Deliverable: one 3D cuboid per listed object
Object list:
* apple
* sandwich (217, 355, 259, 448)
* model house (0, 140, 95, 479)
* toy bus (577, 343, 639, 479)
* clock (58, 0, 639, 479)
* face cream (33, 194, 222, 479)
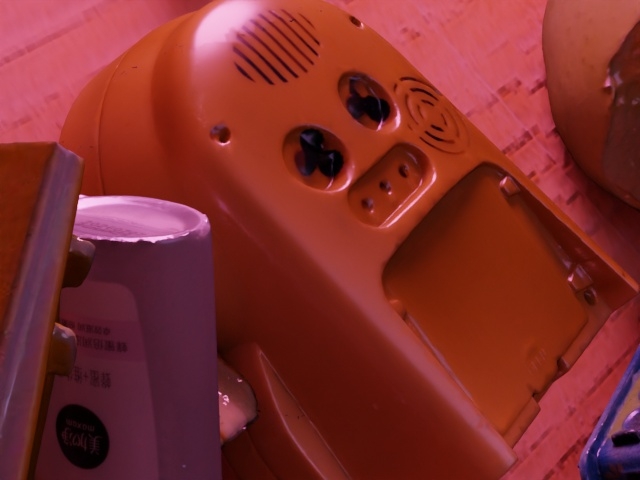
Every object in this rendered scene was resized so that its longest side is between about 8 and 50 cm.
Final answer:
[{"bbox_3d":[0.312,-0.143,1.397,0.279,0.279,0.279,21,59,-39],"label":"apple"},{"bbox_3d":[-0.120,0.049,0.960,0.079,0.113,0.163,-37,99,-47],"label":"sandwich"},{"bbox_3d":[-0.156,0.073,0.755,0.340,0.324,0.300,32,53,-32],"label":"model house"},{"bbox_3d":[0.338,0.115,1.338,0.152,0.190,0.312,58,42,-19],"label":"toy bus"},{"bbox_3d":[0.000,0.000,1.063,0.317,0.200,0.244,52,41,-5],"label":"clock"},{"bbox_3d":[-0.093,0.116,0.878,0.073,0.107,0.269,-22,119,-50],"label":"face cream"}]
